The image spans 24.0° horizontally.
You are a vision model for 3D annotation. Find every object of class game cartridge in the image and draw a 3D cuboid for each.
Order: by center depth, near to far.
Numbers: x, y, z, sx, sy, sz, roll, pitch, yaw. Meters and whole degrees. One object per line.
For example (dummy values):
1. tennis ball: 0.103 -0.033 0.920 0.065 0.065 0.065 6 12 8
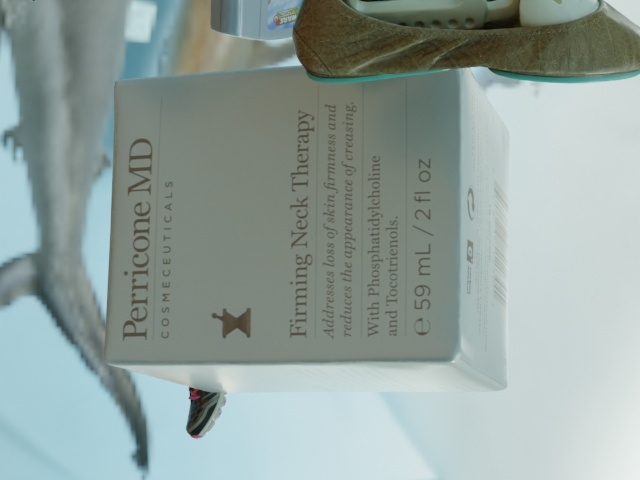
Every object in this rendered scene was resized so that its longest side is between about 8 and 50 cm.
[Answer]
1. game cartridge: -0.050 -0.410 2.293 0.062 0.297 0.198 16 -63 36

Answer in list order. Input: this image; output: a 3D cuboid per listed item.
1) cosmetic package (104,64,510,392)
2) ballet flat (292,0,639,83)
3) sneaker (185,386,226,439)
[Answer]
1. cosmetic package: 0.000 0.000 1.719 0.327 0.394 0.329 33 57 -71
2. ballet flat: 0.144 -0.213 1.387 0.116 0.342 0.124 -84 174 -58
3. sneaker: -0.158 0.171 1.957 0.063 0.075 0.170 -10 -116 65
